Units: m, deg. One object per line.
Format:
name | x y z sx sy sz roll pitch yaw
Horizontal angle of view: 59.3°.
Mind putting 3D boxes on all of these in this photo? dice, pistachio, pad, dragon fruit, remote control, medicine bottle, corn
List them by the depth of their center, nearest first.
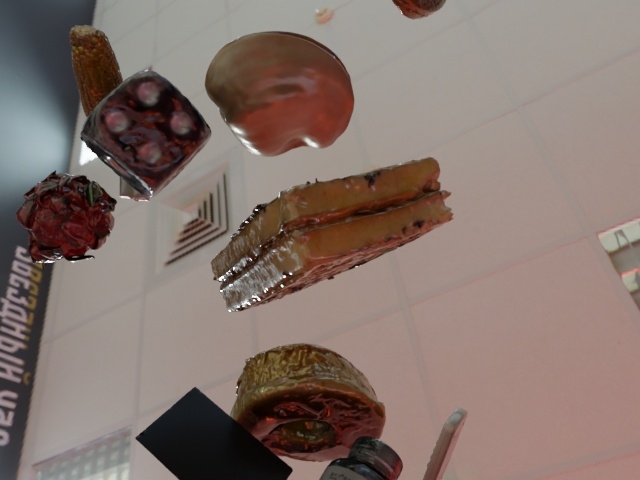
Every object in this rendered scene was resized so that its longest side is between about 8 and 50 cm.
medicine bottle | 0.036 0.483 0.964 0.141 0.141 0.293 7 -140 37
pad | -0.180 0.374 0.978 0.243 0.163 0.004 36 -57 13
dice | -0.334 -0.203 1.089 0.183 0.182 0.181 -50 -166 -17
remote control | 0.241 0.418 1.106 0.029 0.087 0.190 25 -66 26
corn | -0.451 -0.322 1.152 0.097 0.262 0.097 3 -122 -5
dragon fruit | -0.659 -0.046 1.422 0.293 0.234 0.234 -39 -133 5
pistachio | -0.115 -0.417 1.634 0.281 0.445 0.365 -109 -144 -51

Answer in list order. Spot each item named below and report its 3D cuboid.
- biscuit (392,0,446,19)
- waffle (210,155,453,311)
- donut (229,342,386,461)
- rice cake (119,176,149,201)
biscuit | 0.171 -0.595 1.155 0.052 0.277 0.262 -24 -169 38
waffle | 0.000 -0.001 0.859 0.376 0.261 0.114 -34 -103 61
donut | -0.031 0.338 1.160 0.330 0.330 0.160 -28 -141 16
rice cake | -0.497 -0.204 1.497 0.080 0.042 0.222 -1 -115 -17
